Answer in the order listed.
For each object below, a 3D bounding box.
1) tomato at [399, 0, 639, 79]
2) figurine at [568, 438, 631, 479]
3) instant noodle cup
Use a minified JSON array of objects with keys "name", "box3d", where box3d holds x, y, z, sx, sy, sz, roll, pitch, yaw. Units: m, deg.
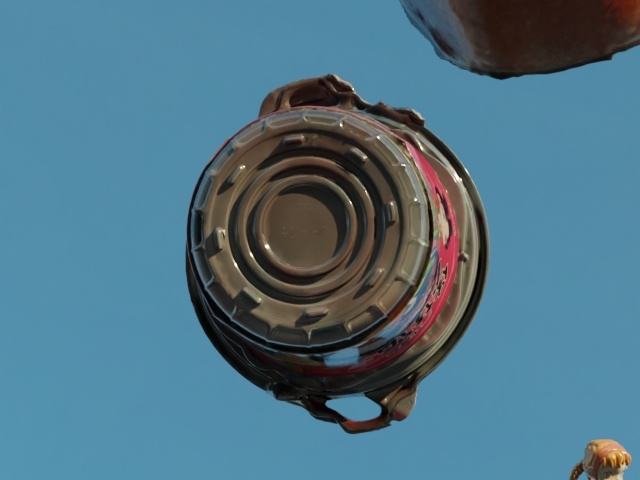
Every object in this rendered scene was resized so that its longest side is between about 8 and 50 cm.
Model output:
[{"name":"tomato","box3d":[0.118,-0.209,0.848,0.181,0.214,0.155,-29,-51,-11]},{"name":"figurine","box3d":[0.248,0.232,1.306,0.064,0.047,0.109,0,-77,-38]},{"name":"instant noodle cup","box3d":[0.000,0.000,1.137,0.258,0.181,0.302,-23,-100,5]}]
